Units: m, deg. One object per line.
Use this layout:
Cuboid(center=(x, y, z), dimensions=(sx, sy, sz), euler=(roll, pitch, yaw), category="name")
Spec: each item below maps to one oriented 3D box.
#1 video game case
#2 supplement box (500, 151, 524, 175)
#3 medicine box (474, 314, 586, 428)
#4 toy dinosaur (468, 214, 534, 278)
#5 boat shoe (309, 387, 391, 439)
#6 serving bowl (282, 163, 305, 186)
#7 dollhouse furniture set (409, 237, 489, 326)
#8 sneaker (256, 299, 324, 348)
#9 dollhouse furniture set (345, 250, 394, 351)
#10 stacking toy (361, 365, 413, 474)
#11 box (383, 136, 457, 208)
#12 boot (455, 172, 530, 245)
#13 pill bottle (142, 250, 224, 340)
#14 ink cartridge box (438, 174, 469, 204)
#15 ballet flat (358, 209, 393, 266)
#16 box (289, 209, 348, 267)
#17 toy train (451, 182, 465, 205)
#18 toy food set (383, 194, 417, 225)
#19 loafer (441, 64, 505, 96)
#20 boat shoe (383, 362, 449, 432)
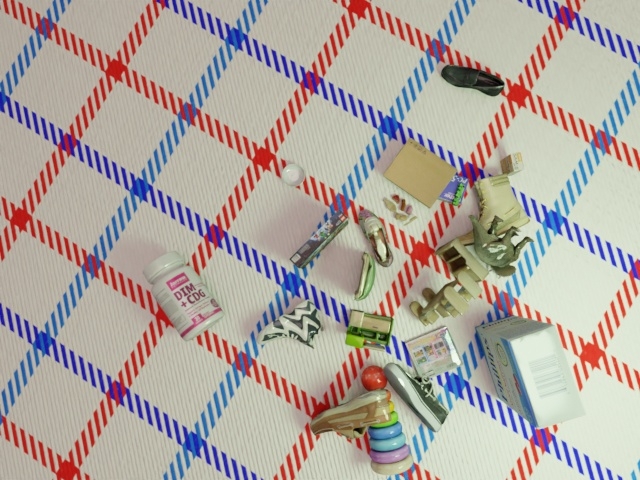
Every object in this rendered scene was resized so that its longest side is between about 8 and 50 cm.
Cuboid(center=(0.393, 0.391, 1.473), dimensions=(0.157, 0.019, 0.143), euler=(-23, 85, 2), category="video game case")
Cuboid(center=(0.656, -0.259, 1.460), dimensions=(0.036, 0.098, 0.062), euler=(-11, 85, 2), category="supplement box")
Cuboid(center=(0.635, 0.391, 1.324), dimensions=(0.149, 0.289, 0.263), euler=(-17, 85, 0), category="medicine box")
Cuboid(center=(0.564, 0.023, 1.352), dimensions=(0.314, 0.121, 0.160), euler=(29, 98, -37), category="toy dinosaur")
Cuboid(center=(0.092, 0.583, 1.370), dimensions=(0.324, 0.123, 0.116), euler=(-38, 63, 33), category="boat shoe")
Cuboid(center=(-0.096, -0.233, 1.535), dimensions=(0.084, 0.027, 0.083), euler=(0, 86, 4), category="serving bowl")
Cuboid(center=(0.408, 0.134, 1.399), dimensions=(0.242, 0.212, 0.161), euler=(-40, 86, -26), category="dollhouse furniture set")
Cuboid(center=(-0.093, 0.328, 1.465), dimensions=(0.235, 0.094, 0.153), euler=(-32, 77, -9), category="sneaker")
Cuboid(center=(0.186, 0.198, 1.407), dimensions=(0.152, 0.197, 0.301), euler=(11, 88, 5), category="dollhouse furniture set")
Cuboid(center=(0.208, 0.586, 1.419), dimensions=(0.141, 0.141, 0.330), euler=(-11, 82, 2), category="stacking toy")
Cuboid(center=(0.342, -0.233, 1.467), dimensions=(0.201, 0.021, 0.164), euler=(35, 91, 4), category="box")
Cuboid(center=(0.557, -0.104, 1.457), dimensions=(0.262, 0.095, 0.203), euler=(-22, 86, 0), category="boot")
Cuboid(center=(-0.474, 0.188, 1.462), dimensions=(0.160, 0.160, 0.283), euler=(-37, 85, 0), category="pill bottle")
Cuboid(center=(0.404, -0.201, 1.496), dimensions=(0.207, 0.046, 0.097), euler=(19, 89, 4), category="ink cartridge box")
Cuboid(center=(0.196, -0.011, 1.479), dimensions=(0.077, 0.079, 0.221), euler=(-22, 85, 2), category="ballet flat")
Cuboid(center=(0.000, 0.000, 1.449), dimensions=(0.233, 0.159, 0.044), euler=(-45, 83, 0), category="box")
Cuboid(center=(0.474, -0.157, 1.459), dimensions=(0.024, 0.017, 0.083), euler=(22, 90, -6), category="toy train")
Cuboid(center=(0.286, -0.113, 1.513), dimensions=(0.078, 0.019, 0.122), euler=(-33, 78, 0), category="toy food set")
Cuboid(center=(0.538, -0.573, 1.496), dimensions=(0.223, 0.078, 0.076), euler=(21, 87, 4), category="loafer")
Cuboid(center=(0.325, 0.495, 1.400), dimensions=(0.105, 0.113, 0.306), euler=(-43, 102, -18), category="boat shoe")
